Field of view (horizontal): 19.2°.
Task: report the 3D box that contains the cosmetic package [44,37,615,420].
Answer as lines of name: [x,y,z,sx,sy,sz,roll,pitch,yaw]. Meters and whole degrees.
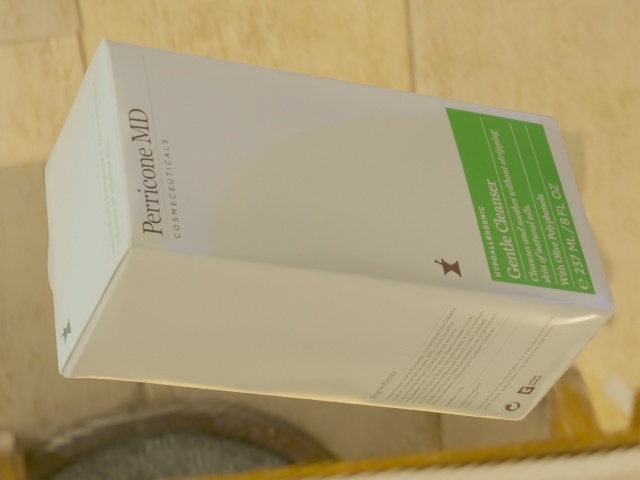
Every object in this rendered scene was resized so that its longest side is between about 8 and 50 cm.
cosmetic package: [0.000,0.000,1.351,0.365,0.197,0.155,8,139,-25]
